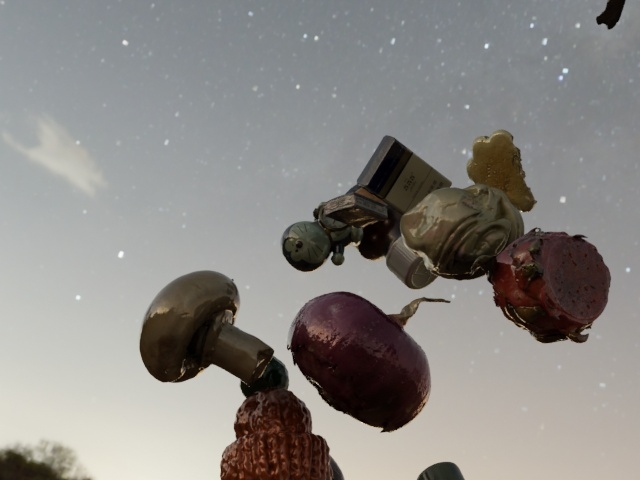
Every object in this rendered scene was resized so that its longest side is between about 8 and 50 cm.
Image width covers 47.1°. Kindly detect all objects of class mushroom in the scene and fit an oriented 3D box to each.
[{"bbox_3d":[-0.262,0.231,1.706,0.290,0.292,0.292,32,-20,18],"label":"mushroom"}]

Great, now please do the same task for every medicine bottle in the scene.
[{"bbox_3d":[0.238,-0.020,2.417,0.395,0.242,0.242,41,-4,43],"label":"medicine bottle"}]

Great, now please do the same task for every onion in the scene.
[{"bbox_3d":[0.096,0.251,1.696,0.358,0.345,0.358,15,-20,6],"label":"onion"}]

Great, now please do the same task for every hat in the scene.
[{"bbox_3d":[-0.093,0.470,1.811,0.285,0.400,0.285,5,-36,3],"label":"hat"}]

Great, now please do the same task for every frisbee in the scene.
[{"bbox_3d":[0.598,-0.502,1.425,0.211,0.187,0.012,28,25,25],"label":"frisbee"}]

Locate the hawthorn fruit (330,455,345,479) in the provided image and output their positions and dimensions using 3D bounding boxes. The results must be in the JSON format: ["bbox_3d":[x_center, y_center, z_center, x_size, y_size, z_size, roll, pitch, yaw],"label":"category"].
[{"bbox_3d":[-0.070,0.732,2.075,0.295,0.295,0.311,27,-37,-19],"label":"hawthorn fruit"}]

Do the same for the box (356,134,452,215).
[{"bbox_3d":[0.246,-0.170,2.145,0.259,0.168,0.071,33,0,-29],"label":"box"}]

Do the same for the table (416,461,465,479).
[{"bbox_3d":[0.333,0.677,1.829,0.126,0.220,0.126,-8,-57,-12],"label":"table"}]

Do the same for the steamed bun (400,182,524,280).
[{"bbox_3d":[0.384,-0.006,1.916,0.320,0.206,0.275,-18,-39,-1],"label":"steamed bun"}]

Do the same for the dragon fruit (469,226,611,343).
[{"bbox_3d":[0.420,0.081,1.325,0.282,0.211,0.147,16,-6,-27],"label":"dragon fruit"}]

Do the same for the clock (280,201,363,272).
[{"bbox_3d":[0.000,0.000,2.181,0.200,0.243,0.146,59,-17,21],"label":"clock"}]

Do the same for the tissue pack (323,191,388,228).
[{"bbox_3d":[0.097,-0.082,2.025,0.112,0.051,0.156,-18,-24,36],"label":"tissue pack"}]

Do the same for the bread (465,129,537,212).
[{"bbox_3d":[0.498,-0.179,2.070,0.181,0.039,0.251,-15,-81,42],"label":"bread"}]
